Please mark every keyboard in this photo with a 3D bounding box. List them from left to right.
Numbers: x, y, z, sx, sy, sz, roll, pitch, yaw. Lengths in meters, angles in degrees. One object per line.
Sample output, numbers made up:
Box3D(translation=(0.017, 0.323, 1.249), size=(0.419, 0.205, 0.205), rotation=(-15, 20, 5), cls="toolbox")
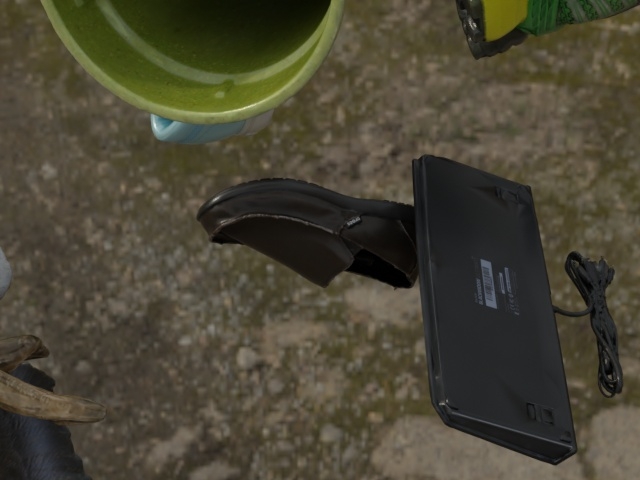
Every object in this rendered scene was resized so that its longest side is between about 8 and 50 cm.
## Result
Box3D(translation=(0.170, 0.056, 1.112), size=(0.201, 0.033, 0.317), rotation=(18, 41, -15), cls="keyboard")

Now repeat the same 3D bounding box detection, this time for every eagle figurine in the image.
Box3D(translation=(-0.276, 0.155, 0.892), size=(0.225, 0.298, 0.226), rotation=(-32, 65, -31), cls="eagle figurine")

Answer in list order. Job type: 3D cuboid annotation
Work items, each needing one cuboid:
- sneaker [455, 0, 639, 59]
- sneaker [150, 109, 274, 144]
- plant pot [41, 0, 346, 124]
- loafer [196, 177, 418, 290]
Box3D(translation=(0.107, -0.237, 0.567), size=(0.146, 0.344, 0.134), rotation=(-14, 52, 3), cls="sneaker")
Box3D(translation=(-0.125, -0.257, 1.362), size=(0.150, 0.366, 0.135), rotation=(-21, 36, -31), cls="sneaker")
Box3D(translation=(-0.067, -0.270, 1.139), size=(0.276, 0.276, 0.254), rotation=(13, 29, 16), cls="plant pot")
Box3D(translation=(0.000, 0.000, 1.157), size=(0.220, 0.080, 0.078), rotation=(6, 68, -18), cls="loafer")
